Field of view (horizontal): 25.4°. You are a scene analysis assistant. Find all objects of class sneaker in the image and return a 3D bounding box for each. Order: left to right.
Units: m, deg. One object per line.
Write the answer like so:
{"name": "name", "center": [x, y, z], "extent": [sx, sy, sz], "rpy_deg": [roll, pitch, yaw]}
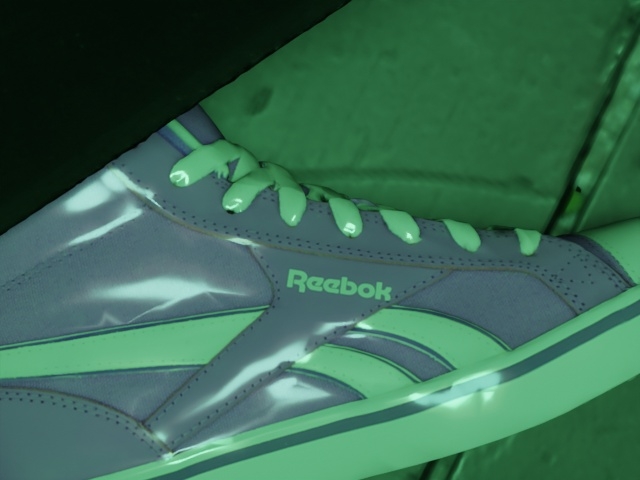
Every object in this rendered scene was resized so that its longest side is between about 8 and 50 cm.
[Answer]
{"name": "sneaker", "center": [0.000, 0.000, 0.495], "extent": [0.282, 0.102, 0.161], "rpy_deg": [-16, 90, -8]}

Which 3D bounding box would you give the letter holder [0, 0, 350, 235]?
{"name": "letter holder", "center": [-0.072, -0.168, 0.422], "extent": [0.302, 0.152, 0.214], "rpy_deg": [-32, 51, 16]}
